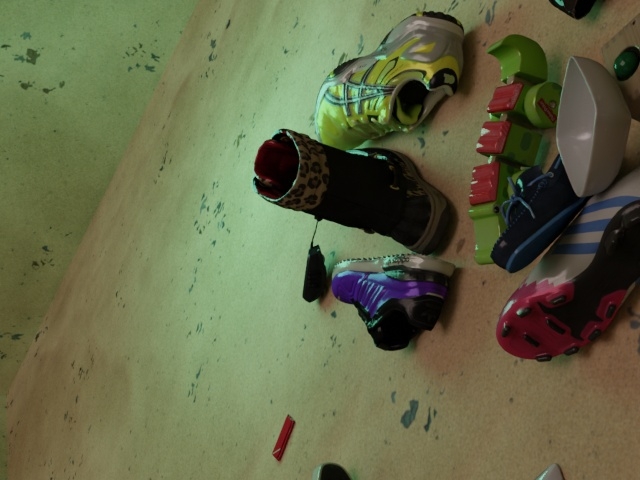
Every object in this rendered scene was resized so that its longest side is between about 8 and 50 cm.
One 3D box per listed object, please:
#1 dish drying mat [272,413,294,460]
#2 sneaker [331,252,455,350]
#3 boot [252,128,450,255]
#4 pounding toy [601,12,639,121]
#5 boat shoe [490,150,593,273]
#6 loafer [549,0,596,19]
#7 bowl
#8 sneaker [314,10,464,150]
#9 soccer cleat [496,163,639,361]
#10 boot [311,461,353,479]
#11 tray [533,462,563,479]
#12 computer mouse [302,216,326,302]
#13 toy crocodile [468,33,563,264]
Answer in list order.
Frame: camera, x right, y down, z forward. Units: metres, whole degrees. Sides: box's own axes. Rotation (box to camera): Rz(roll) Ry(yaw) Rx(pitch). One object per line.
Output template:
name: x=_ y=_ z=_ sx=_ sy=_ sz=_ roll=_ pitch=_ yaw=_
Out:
dish drying mat: x=-0.070 y=0.370 z=2.078 sx=0.032 sy=0.008 sz=0.083 roll=36 pitch=107 yaw=63
sneaker: x=0.098 y=0.107 z=1.805 sx=0.293 sy=0.102 sz=0.146 roll=-13 pitch=64 yaw=60
boot: x=0.024 y=-0.105 z=1.865 sx=0.138 sy=0.284 sz=0.377 roll=-66 pitch=27 yaw=14
pounding toy: x=0.415 y=-0.205 z=1.340 sx=0.100 sy=0.141 sz=0.130 roll=-44 pitch=39 yaw=43
boat shoe: x=0.283 y=-0.050 z=1.420 sx=0.258 sy=0.089 sz=0.109 roll=-39 pitch=-19 yaw=-40
loafer: x=0.409 y=-0.397 z=1.548 sx=0.220 sy=0.080 sz=0.078 roll=-57 pitch=40 yaw=38
bowl: x=0.331 y=-0.137 z=1.335 sx=0.142 sy=0.053 sz=0.142 roll=-95 pitch=5 yaw=-50
sneaker: x=0.106 y=-0.248 z=1.951 sx=0.384 sy=0.145 sz=0.147 roll=-40 pitch=41 yaw=49
soccer cleat: x=0.346 y=0.028 z=1.402 sx=0.331 sy=0.116 sz=0.143 roll=-51 pitch=12 yaw=40
boot: x=-0.002 y=0.498 z=1.796 sx=0.176 sy=0.088 sz=0.244 roll=-49 pitch=39 yaw=41
tray: x=0.277 y=0.423 z=1.366 sx=0.145 sy=0.030 sz=0.270 roll=-52 pitch=34 yaw=34
computer mouse: x=0.000 y=0.000 z=2.078 sx=0.071 sy=0.041 sz=0.242 roll=-89 pitch=6 yaw=-78
toy crocodile: x=0.272 y=-0.131 z=1.608 sx=0.115 sy=0.105 sz=0.340 roll=-1 pitch=75 yaw=62
